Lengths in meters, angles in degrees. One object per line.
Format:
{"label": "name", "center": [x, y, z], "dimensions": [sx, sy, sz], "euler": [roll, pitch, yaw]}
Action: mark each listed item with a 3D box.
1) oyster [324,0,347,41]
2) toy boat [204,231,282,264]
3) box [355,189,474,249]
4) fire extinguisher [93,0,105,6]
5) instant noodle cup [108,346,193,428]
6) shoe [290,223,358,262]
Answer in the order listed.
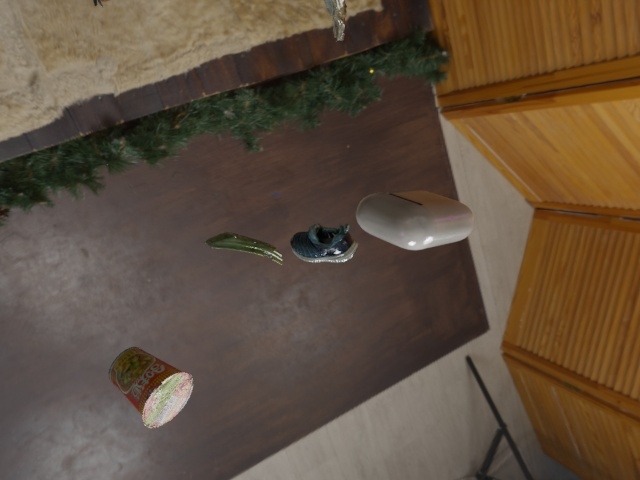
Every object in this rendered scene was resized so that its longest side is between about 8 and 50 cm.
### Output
{"label": "oyster", "center": [-0.005, -0.494, 0.884], "dimensions": [0.100, 0.271, 0.275], "euler": [-49, 122, -2]}
{"label": "toy boat", "center": [-0.233, 0.021, 1.578], "dimensions": [0.292, 0.093, 0.055], "euler": [17, 96, -46]}
{"label": "box", "center": [0.308, -0.074, 1.592], "dimensions": [0.348, 0.288, 0.141], "euler": [-9, 116, -40]}
{"label": "fire extinguisher", "center": [-0.567, -0.675, 1.337], "dimensions": [0.050, 0.177, 0.062], "euler": [-2, 122, 18]}
{"label": "instant noodle cup", "center": [-0.535, 0.435, 1.517], "dimensions": [0.193, 0.212, 0.193], "euler": [-41, 145, -38]}
{"label": "shoe", "center": [0.000, 0.000, 0.935], "dimensions": [0.064, 0.142, 0.071], "euler": [-54, 134, -39]}
